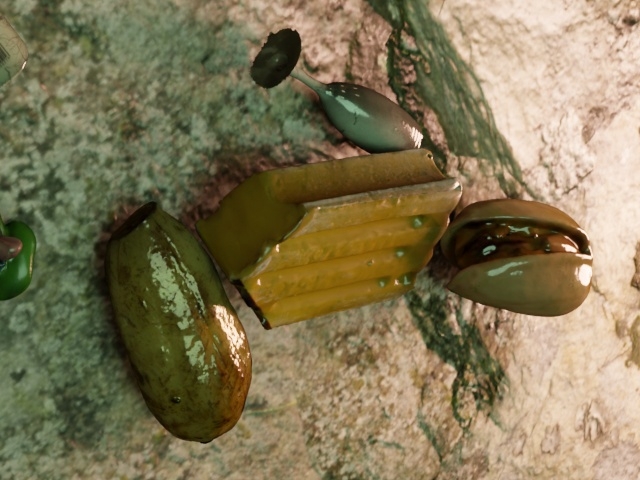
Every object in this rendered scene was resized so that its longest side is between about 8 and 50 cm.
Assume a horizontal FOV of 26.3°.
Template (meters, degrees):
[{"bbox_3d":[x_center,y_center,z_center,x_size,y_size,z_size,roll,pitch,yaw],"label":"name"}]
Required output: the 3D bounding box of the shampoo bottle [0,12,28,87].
[{"bbox_3d":[-0.301,-0.199,1.018,0.065,0.065,0.204,-47,131,-15],"label":"shampoo bottle"}]

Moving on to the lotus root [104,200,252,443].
[{"bbox_3d":[-0.129,0.087,1.257,0.110,0.097,0.258,-38,126,-29],"label":"lotus root"}]

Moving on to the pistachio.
[{"bbox_3d":[0.217,0.021,1.515,0.206,0.131,0.129,7,58,-37],"label":"pistachio"}]

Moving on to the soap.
[{"bbox_3d":[0.000,0.000,1.306,0.258,0.080,0.160,-9,137,-39],"label":"soap"}]

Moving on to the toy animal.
[{"bbox_3d":[-0.314,0.004,1.062,0.208,0.100,0.103,33,46,-55],"label":"toy animal"}]

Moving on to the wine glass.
[{"bbox_3d":[0.023,-0.134,1.318,0.198,0.066,0.066,27,89,-43],"label":"wine glass"}]
